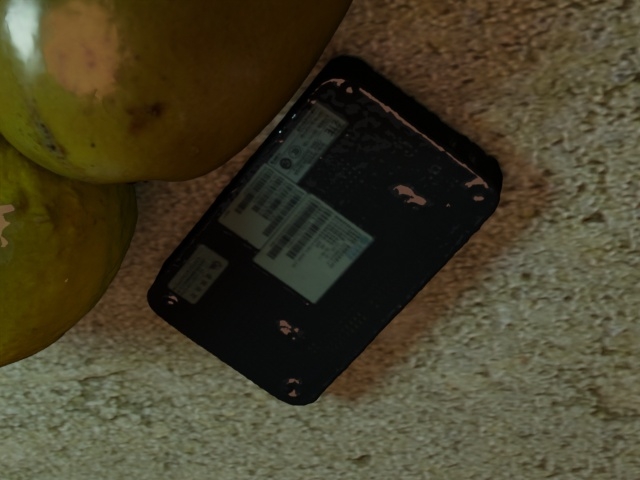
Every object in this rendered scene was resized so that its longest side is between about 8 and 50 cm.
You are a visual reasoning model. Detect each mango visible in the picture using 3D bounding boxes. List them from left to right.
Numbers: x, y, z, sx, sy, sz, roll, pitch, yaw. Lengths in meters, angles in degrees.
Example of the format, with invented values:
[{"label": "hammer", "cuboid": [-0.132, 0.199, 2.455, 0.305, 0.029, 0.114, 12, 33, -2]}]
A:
[{"label": "mango", "cuboid": [-0.110, -0.247, 1.391, 0.300, 0.232, 0.445, 30, 93, -26]}]

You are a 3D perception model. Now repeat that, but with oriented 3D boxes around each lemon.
[{"label": "lemon", "cuboid": [-0.316, -0.017, 1.593, 0.285, 0.285, 0.316, 30, 156, -5]}]

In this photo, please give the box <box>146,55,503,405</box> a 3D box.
[{"label": "box", "cuboid": [0.000, 0.000, 1.651, 0.211, 0.058, 0.350, 36, 121, -8]}]
